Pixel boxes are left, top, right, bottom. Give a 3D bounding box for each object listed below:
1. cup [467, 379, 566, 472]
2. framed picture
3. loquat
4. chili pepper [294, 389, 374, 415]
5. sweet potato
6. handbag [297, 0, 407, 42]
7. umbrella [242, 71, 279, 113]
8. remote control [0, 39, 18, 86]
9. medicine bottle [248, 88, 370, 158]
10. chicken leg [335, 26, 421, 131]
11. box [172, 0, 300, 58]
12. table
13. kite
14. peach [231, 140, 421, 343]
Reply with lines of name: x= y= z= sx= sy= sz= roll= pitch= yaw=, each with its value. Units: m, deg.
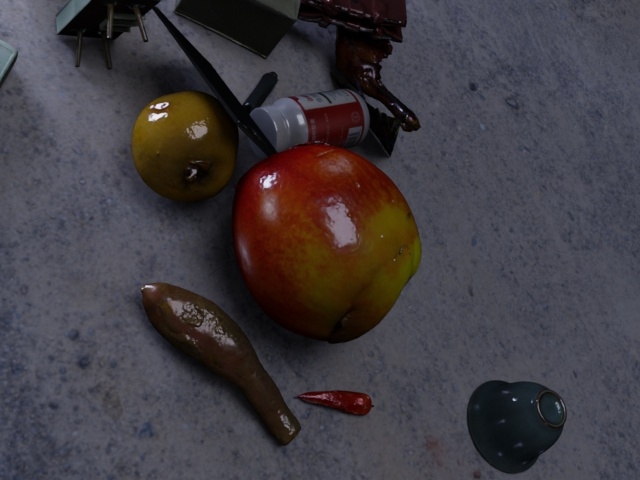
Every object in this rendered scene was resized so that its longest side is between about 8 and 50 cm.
cup: x=0.425 y=0.364 z=1.843 sx=0.199 sy=0.150 sz=0.199 roll=14 pitch=60 yaw=-26
framed picture: x=-0.189 y=-0.285 z=1.716 sx=0.339 sy=0.014 sz=0.255 roll=53 pitch=5 yaw=25
loquat: x=-0.247 y=-0.175 z=1.663 sx=0.208 sy=0.208 sz=0.208 roll=15 pitch=59 yaw=-26
chili pepper: x=0.032 y=0.302 z=1.705 sx=0.178 sy=0.027 sz=0.045 roll=13 pitch=60 yaw=-24
sweet potato: x=-0.164 y=0.203 z=1.588 sx=0.385 sy=0.109 sz=0.109 roll=44 pitch=51 yaw=-7
handbag: x=0.072 y=-0.572 z=2.077 sx=0.260 sy=0.084 sz=0.276 roll=13 pitch=42 yaw=-10
umbrella: x=-0.129 y=-0.317 z=1.925 sx=0.036 sy=0.031 sz=0.133 roll=39 pitch=51 yaw=-11
remote control: x=-0.652 y=-0.234 z=1.540 sx=0.145 sy=0.050 sz=0.344 roll=27 pitch=54 yaw=-18
medicine bottle: x=-0.023 y=-0.243 z=1.888 sx=0.250 sy=0.131 sz=0.131 roll=-15 pitch=75 yaw=-37
chicken leg: x=0.114 y=-0.396 z=2.054 sx=0.157 sy=0.096 sz=0.407 roll=-4 pitch=53 yaw=-21
box: x=-0.171 y=-0.534 z=1.935 sx=0.231 sy=0.149 sz=0.155 roll=24 pitch=56 yaw=-20
table: x=-0.397 y=-0.401 z=1.677 sx=0.121 sy=0.240 sz=0.111 roll=-4 pitch=86 yaw=-33
kite: x=0.116 y=-0.274 z=1.989 sx=0.016 sy=0.321 sz=0.234 roll=-36 pitch=130 yaw=-5
peach: x=0.000 y=0.000 z=1.648 sx=0.370 sy=0.370 sz=0.370 roll=15 pitch=59 yaw=-26
